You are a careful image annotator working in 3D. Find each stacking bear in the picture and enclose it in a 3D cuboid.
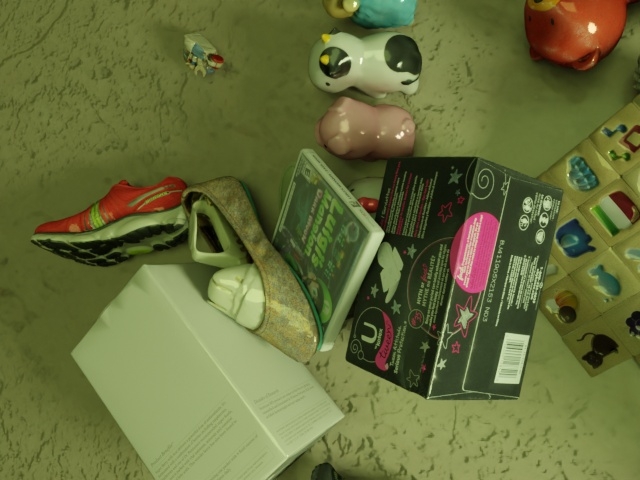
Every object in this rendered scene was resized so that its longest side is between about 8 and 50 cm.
[{"bbox_3d":[0.335,-0.339,0.654,0.175,0.164,0.288,46,116,50],"label":"stacking bear"}]

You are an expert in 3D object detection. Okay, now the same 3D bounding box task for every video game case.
[{"bbox_3d":[-0.006,0.012,0.718,0.173,0.022,0.190,53,135,38],"label":"video game case"}]

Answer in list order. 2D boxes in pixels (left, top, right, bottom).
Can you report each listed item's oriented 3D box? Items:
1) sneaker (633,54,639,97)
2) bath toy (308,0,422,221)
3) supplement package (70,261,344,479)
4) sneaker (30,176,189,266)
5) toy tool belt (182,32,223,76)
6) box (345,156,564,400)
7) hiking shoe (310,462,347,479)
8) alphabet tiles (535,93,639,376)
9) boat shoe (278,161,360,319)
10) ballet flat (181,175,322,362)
[{"bbox_3d":[0.477,-0.120,0.620,0.146,0.102,0.293,-35,78,7],"label":"sneaker"},{"bbox_3d":[0.057,-0.163,0.752,0.152,0.129,0.348,-4,85,19],"label":"bath toy"},{"bbox_3d":[-0.147,0.189,0.764,0.177,0.175,0.293,-47,73,17],"label":"supplement package"},{"bbox_3d":[-0.321,-0.035,0.908,0.279,0.107,0.118,-10,64,16],"label":"sneaker"},{"bbox_3d":[-0.183,-0.280,0.894,0.083,0.052,0.051,47,132,20],"label":"toy tool belt"},{"bbox_3d":[0.152,0.041,0.664,0.142,0.163,0.247,14,92,54],"label":"box"},{"bbox_3d":[0.091,0.353,0.732,0.227,0.086,0.114,42,86,12],"label":"hiking shoe"},{"bbox_3d":[0.377,-0.002,0.614,0.342,0.011,0.285,-46,72,36],"label":"alphabet tiles"},{"bbox_3d":[0.000,0.000,0.792,0.081,0.069,0.227,-30,69,54],"label":"boat shoe"},{"bbox_3d":[-0.110,0.036,0.763,0.316,0.106,0.107,56,135,36],"label":"ballet flat"}]
